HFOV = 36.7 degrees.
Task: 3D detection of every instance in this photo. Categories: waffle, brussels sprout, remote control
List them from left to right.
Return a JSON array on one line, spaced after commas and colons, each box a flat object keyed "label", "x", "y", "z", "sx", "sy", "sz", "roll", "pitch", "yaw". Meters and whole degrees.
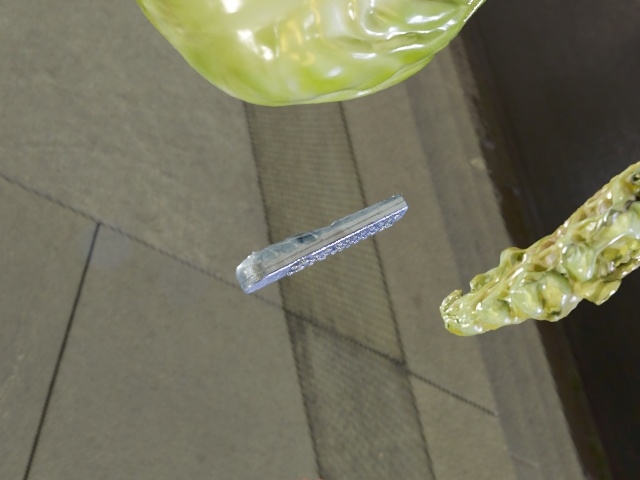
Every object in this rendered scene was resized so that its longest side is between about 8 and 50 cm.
[{"label": "brussels sprout", "x": -0.016, "y": -0.252, "z": 0.756, "sx": 0.247, "sy": 0.328, "sz": 0.328, "roll": 63, "pitch": 16, "yaw": -61}, {"label": "remote control", "x": 0.001, "y": 0.001, "z": 0.783, "sx": 0.152, "sy": 0.043, "sz": 0.027, "roll": -23, "pitch": 73, "yaw": -21}, {"label": "waffle", "x": 0.258, "y": 0.004, "z": 0.954, "sx": 0.317, "sy": 0.297, "sz": 0.073, "roll": -37, "pitch": 87, "yaw": -13}]

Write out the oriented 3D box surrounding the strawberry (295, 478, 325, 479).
[{"label": "strawberry", "x": -0.008, "y": 0.374, "z": 1.248, "sx": 0.148, "sy": 0.131, "sz": 0.131, "roll": 22, "pitch": 50, "yaw": -43}]
